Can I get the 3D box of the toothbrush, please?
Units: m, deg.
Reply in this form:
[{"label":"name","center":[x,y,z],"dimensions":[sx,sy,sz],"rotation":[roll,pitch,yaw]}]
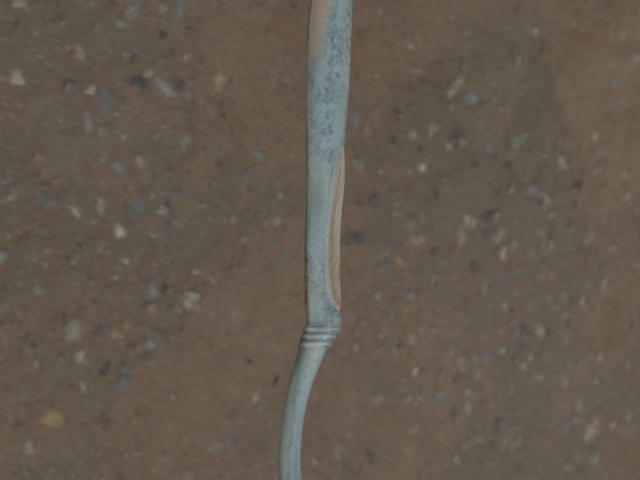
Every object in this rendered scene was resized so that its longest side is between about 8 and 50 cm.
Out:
[{"label":"toothbrush","center":[0.000,0.000,0.677],"dimensions":[0.028,0.037,0.375],"rotation":[23,67,-66]}]
